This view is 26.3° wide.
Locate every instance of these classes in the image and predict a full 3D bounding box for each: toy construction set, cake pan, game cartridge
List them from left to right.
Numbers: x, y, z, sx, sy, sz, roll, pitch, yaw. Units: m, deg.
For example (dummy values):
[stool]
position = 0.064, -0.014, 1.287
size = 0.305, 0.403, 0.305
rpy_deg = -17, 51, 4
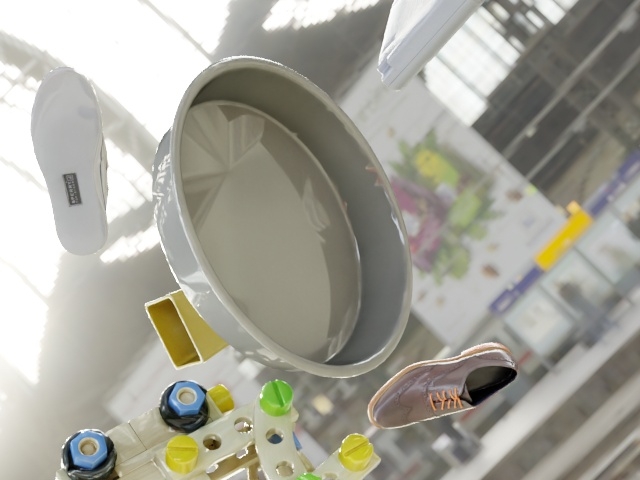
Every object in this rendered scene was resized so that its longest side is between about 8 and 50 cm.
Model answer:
[toy construction set]
position = -0.109, 0.233, 1.202
size = 0.328, 0.215, 0.151
rpy_deg = -17, -32, -39
[cake pan]
position = -0.033, -0.015, 1.180
size = 0.054, 0.293, 0.293
rpy_deg = -26, 4, 36
[game cartridge]
position = 0.167, -0.341, 1.894
size = 0.198, 0.062, 0.297
rpy_deg = -42, 17, 29

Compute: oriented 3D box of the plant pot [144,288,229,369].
[plant pot]
position = -0.125, 0.083, 1.482
size = 0.083, 0.081, 0.081
rpy_deg = -27, 3, -28

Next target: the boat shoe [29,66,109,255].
[boat shoe]
position = -0.323, -0.109, 1.775
size = 0.084, 0.095, 0.258
rpy_deg = -103, 14, -62

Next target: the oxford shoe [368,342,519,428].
[oxford shoe]
position = 0.210, 0.254, 2.342
size = 0.271, 0.097, 0.098
rpy_deg = -25, 14, -2
